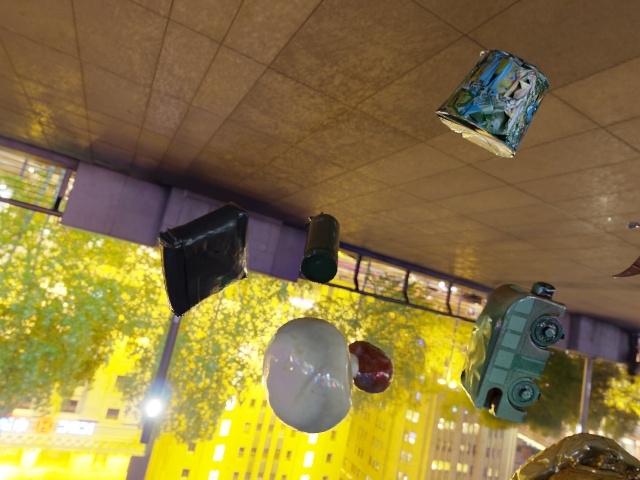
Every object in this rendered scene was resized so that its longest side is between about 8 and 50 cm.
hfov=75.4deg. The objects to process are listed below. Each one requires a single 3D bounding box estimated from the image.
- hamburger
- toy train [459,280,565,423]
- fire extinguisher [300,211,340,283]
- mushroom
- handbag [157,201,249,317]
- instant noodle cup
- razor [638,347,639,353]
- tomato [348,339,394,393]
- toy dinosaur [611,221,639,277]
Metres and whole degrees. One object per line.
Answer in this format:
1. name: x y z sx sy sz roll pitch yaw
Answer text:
1. hamburger: 0.524 0.502 0.750 0.318 0.319 0.158 9 -153 16
2. toy train: 0.434 0.242 0.947 0.159 0.327 0.129 15 -172 -3
3. fire extinguisher: 0.000 0.000 1.159 0.114 0.096 0.311 -8 -153 10
4. mushroom: -0.012 0.283 0.901 0.202 0.247 0.246 -3 180 -33
5. handbag: -0.263 0.048 0.980 0.080 0.247 0.223 30 -137 26
6. instant noodle cup: 0.431 -0.339 1.028 0.240 0.178 0.240 30 -168 -7
7. razor: 0.781 0.203 0.943 0.068 0.135 0.040 6 -168 0
8. tomato: 0.175 0.494 1.554 0.213 0.181 0.155 22 -173 -2
9. toy dinosaur: 0.582 -0.005 0.700 0.032 0.108 0.220 4 138 -20
